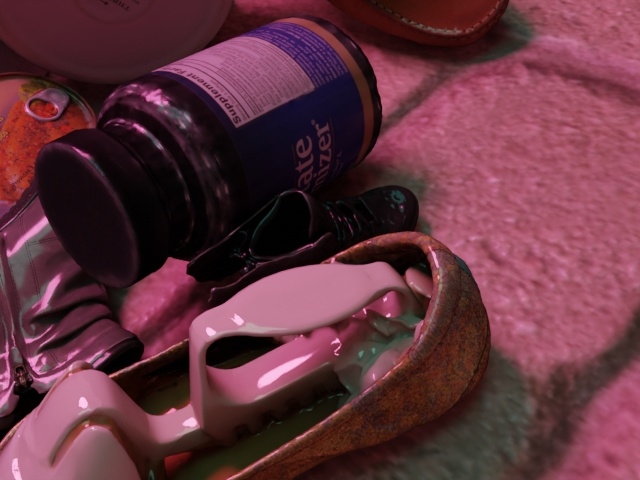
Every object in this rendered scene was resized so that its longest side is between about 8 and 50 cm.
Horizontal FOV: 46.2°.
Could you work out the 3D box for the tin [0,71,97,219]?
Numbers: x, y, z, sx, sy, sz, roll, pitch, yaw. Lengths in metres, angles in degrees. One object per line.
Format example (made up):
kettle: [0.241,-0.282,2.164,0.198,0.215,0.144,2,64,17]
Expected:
tin: [-0.259,-0.070,0.610,0.106,0.040,0.190,32,42,-7]

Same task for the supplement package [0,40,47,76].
supplement package: [-0.377,-0.180,0.678,0.149,0.194,0.203,-5,47,13]

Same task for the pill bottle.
pill bottle: [-0.067,-0.062,0.495,0.122,0.123,0.219,23,42,32]

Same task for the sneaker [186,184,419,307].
sneaker: [-0.001,-0.002,0.471,0.170,0.089,0.051,-32,65,-18]

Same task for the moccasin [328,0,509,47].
moccasin: [0.009,-0.311,0.619,0.139,0.147,0.380,-42,94,-1]

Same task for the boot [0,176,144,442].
boot: [-0.166,0.030,0.524,0.246,0.083,0.161,-36,61,-18]

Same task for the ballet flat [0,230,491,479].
ballet flat: [-0.070,0.093,0.397,0.348,0.123,0.123,-25,47,-7]

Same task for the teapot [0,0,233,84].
teapot: [-0.205,-0.283,0.679,0.252,0.256,0.187,-16,56,-9]
